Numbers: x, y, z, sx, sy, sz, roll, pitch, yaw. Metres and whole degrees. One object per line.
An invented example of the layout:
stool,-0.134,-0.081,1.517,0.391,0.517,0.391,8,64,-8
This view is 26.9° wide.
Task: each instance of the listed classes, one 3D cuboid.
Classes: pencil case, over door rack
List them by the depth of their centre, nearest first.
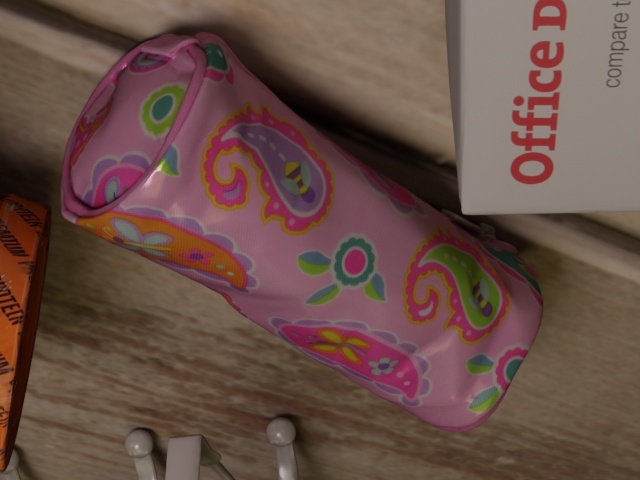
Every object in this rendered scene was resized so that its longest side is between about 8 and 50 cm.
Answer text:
pencil case,0.000,0.000,0.730,0.284,0.124,0.124,31,133,-32
over door rack,-0.142,0.177,0.933,0.239,0.108,0.324,-8,160,13

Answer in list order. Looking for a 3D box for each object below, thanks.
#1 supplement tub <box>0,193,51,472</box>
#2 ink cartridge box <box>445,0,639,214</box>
supplement tub,-0.313,0.029,0.715,0.316,0.193,0.193,10,140,-8
ink cartridge box,0.206,-0.128,0.547,0.307,0.129,0.223,-1,140,5
